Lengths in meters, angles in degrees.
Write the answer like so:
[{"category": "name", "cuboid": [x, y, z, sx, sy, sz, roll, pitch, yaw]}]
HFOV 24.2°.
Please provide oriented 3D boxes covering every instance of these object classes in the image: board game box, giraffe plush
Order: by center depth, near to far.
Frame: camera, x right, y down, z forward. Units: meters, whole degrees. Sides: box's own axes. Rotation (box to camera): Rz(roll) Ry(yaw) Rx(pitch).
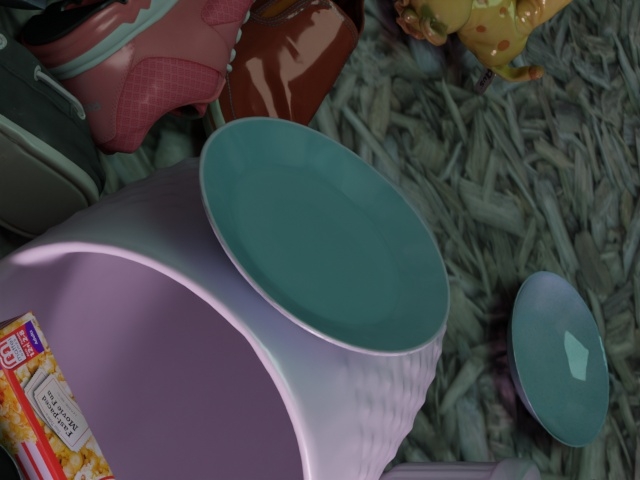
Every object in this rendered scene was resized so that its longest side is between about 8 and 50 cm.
[{"category": "board game box", "cuboid": [-0.201, 0.153, 0.954, 0.045, 0.147, 0.193, -37, 105, -52]}, {"category": "giraffe plush", "cuboid": [0.152, -0.268, 1.591, 0.170, 0.181, 0.210, 10, 103, -39]}]

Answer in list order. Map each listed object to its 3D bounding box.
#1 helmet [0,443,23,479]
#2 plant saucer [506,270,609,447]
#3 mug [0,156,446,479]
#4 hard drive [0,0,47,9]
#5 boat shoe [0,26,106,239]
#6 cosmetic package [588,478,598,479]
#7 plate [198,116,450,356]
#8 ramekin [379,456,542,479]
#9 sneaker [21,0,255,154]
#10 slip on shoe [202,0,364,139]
[{"category": "helmet", "cuboid": [-0.240, 0.205, 0.872, 0.169, 0.169, 0.161, 13, 49, -49]}, {"category": "plant saucer", "cuboid": [0.248, 0.131, 1.620, 0.195, 0.037, 0.195, 25, 57, -45]}, {"category": "mug", "cuboid": [-0.050, 0.114, 1.089, 0.328, 0.276, 0.374, -39, 130, -56]}, {"category": "hard drive", "cuboid": [-0.299, -0.282, 1.082, 0.255, 0.054, 0.172, 29, 54, -42]}, {"category": "boat shoe", "cuboid": [-0.274, -0.122, 1.020, 0.335, 0.112, 0.095, 44, 27, -39]}, {"category": "cosmetic package", "cuboid": [0.247, 0.362, 1.453, 0.107, 0.127, 0.238, 23, 57, -44]}, {"category": "plate", "cuboid": [0.000, 0.000, 0.930, 0.188, 0.024, 0.188, 27, 36, -22]}, {"category": "ramekin", "cuboid": [0.095, 0.304, 1.213, 0.273, 0.127, 0.272, 6, 90, -73]}, {"category": "sneaker", "cuboid": [-0.118, -0.175, 1.247, 0.314, 0.116, 0.136, -43, 120, -43]}, {"category": "slip on shoe", "cuboid": [-0.023, -0.180, 1.353, 0.123, 0.101, 0.331, 47, 45, -32]}]
